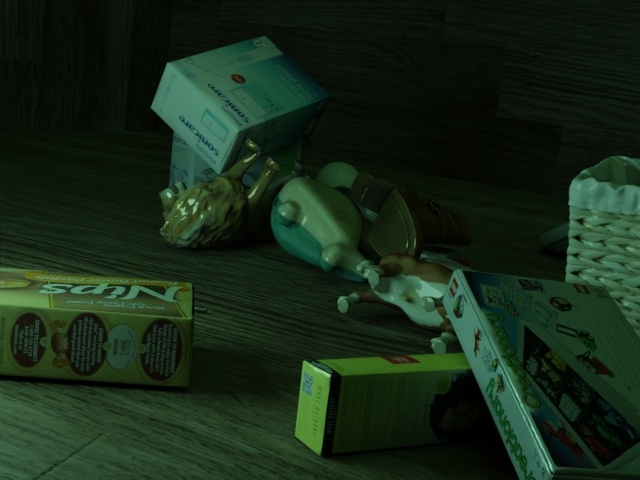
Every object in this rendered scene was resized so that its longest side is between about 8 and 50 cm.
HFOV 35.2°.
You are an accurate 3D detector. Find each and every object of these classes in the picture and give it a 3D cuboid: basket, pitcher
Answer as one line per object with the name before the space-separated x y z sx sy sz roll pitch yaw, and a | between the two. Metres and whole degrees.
basket | 0.551 0.031 1.528 0.331 0.267 0.328 12 16 24
pitcher | 0.074 -0.112 2.548 0.177 0.126 0.207 25 16 -14

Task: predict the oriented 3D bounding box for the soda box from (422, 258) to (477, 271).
soda box | 0.232 0.078 1.682 0.058 0.063 0.183 2 11 -24

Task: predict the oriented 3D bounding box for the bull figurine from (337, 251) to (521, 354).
bull figurine | 0.179 0.091 1.471 0.310 0.101 0.188 16 15 40

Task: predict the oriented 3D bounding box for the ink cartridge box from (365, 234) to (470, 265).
ink cartridge box | 0.193 0.021 2.015 0.180 0.056 0.224 11 13 21

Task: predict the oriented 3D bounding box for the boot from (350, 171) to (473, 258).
boot | 0.188 -0.017 1.867 0.220 0.109 0.283 22 15 -27

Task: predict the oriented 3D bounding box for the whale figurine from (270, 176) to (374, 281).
whale figurine | 0.000 0.000 1.858 0.216 0.141 0.272 22 25 -31

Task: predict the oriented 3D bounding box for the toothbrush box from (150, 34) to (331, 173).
toothbrush box | -0.161 -0.284 2.072 0.216 0.126 0.295 45 43 17

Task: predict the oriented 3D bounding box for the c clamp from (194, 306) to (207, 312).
c clamp | -0.228 0.100 1.371 0.137 0.022 0.161 6 10 -3

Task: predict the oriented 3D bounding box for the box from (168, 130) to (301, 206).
box | -0.188 -0.150 2.209 0.261 0.231 0.126 2 11 -31

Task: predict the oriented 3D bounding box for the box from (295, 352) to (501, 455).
box | 0.091 0.164 1.043 0.232 0.087 0.058 0 12 -29

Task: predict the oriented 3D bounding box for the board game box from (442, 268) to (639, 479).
board game box | 0.257 0.144 1.019 0.192 0.053 0.305 7 32 -16

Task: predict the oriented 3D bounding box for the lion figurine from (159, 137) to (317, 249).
lion figurine | -0.140 -0.063 1.990 0.142 0.240 0.392 42 11 30

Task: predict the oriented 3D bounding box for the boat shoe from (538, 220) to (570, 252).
boat shoe | 0.664 -0.001 2.247 0.367 0.157 0.135 -22 -5 38

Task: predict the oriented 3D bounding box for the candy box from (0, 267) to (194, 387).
candy box | -0.306 0.094 1.166 0.316 0.088 0.183 6 10 -8
